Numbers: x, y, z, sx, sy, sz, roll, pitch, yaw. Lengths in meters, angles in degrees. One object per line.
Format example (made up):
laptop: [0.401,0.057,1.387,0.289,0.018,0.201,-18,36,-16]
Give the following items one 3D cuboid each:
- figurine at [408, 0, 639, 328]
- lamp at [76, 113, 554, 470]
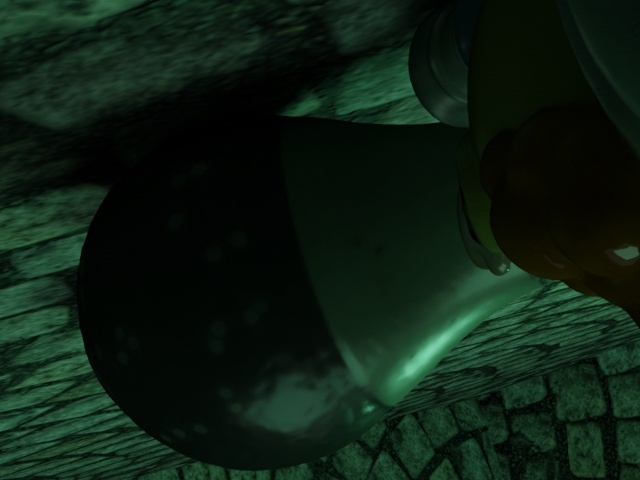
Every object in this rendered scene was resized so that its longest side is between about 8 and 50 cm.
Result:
figurine: [0.107,-0.078,0.584,0.225,0.205,0.382,-16,-170,-25]
lamp: [0.019,-0.002,0.812,0.314,0.182,0.182,-29,166,27]
